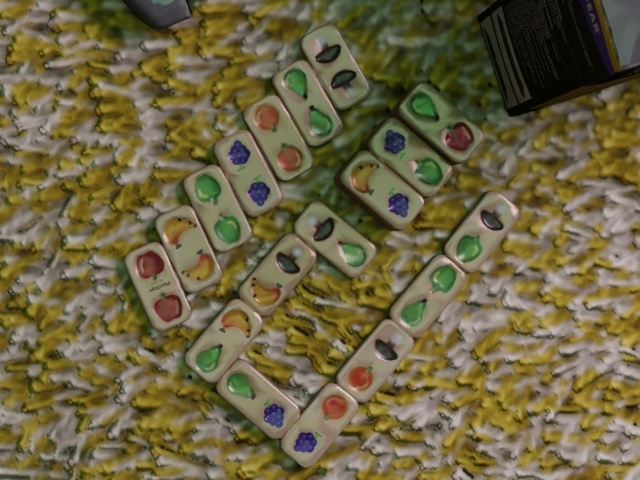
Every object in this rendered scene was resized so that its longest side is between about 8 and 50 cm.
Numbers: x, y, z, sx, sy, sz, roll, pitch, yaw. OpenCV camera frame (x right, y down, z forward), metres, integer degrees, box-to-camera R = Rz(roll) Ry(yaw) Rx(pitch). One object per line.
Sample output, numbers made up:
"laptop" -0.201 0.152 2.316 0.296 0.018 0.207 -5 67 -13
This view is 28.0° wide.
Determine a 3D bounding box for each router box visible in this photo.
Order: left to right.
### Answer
"router box" 0.274 -0.169 0.790 0.309 0.243 0.081 -18 91 -5

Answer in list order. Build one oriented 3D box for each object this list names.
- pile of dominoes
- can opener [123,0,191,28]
"pile of dominoes" 0.000 0.000 0.864 0.196 0.040 0.251 40 86 -4
"can opener" -0.140 -0.277 0.827 0.095 0.076 0.283 -26 97 2
